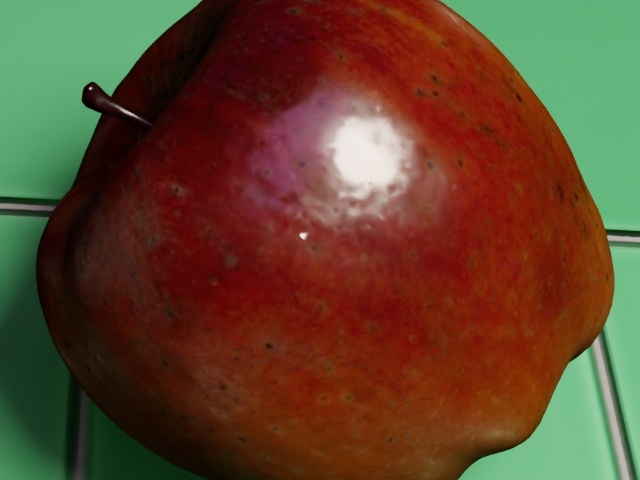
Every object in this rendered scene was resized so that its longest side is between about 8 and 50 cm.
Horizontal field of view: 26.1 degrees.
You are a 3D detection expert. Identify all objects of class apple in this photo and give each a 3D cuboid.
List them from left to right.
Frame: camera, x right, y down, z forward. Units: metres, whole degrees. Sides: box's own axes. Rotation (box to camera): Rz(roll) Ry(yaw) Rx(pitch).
[{"bbox_3d":[-0.001,0.001,0.567,0.234,0.234,0.234,6,51,-7],"label":"apple"}]
